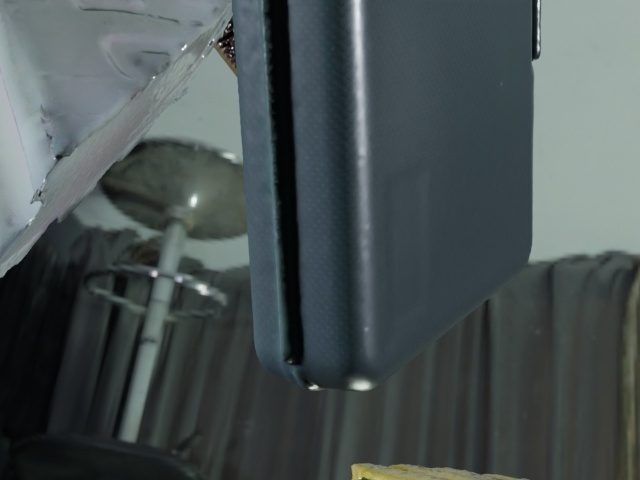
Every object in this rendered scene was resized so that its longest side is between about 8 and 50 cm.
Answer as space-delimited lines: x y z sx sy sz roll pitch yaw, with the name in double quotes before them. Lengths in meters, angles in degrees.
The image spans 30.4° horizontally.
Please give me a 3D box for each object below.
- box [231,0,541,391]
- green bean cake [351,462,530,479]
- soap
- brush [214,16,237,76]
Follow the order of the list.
"box" 0.028 -0.075 0.418 0.050 0.160 0.230 8 111 31
"green bean cake" 0.102 0.265 0.757 0.224 0.230 0.131 12 168 -38
"soap" -0.163 -0.109 0.974 0.257 0.302 0.159 5 138 -36
"brush" -0.056 -0.168 1.390 0.248 0.043 0.036 53 177 -11
